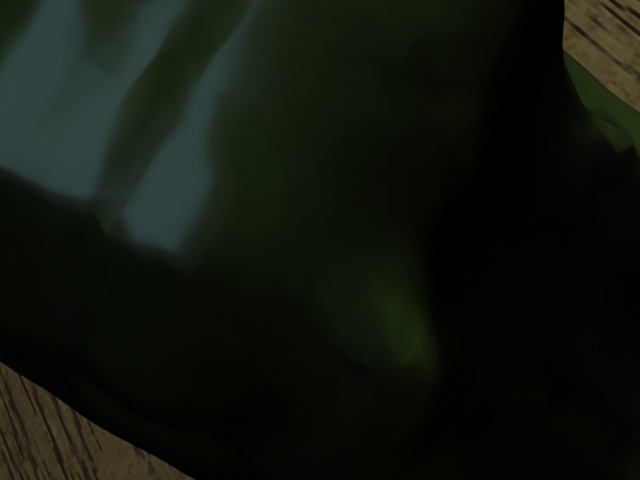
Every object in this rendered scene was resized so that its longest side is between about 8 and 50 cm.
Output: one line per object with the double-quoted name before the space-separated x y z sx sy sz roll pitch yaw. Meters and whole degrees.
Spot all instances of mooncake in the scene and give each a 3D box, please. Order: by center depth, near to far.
"mooncake" 0.000 0.000 0.580 0.351 0.351 0.187 21 81 53
